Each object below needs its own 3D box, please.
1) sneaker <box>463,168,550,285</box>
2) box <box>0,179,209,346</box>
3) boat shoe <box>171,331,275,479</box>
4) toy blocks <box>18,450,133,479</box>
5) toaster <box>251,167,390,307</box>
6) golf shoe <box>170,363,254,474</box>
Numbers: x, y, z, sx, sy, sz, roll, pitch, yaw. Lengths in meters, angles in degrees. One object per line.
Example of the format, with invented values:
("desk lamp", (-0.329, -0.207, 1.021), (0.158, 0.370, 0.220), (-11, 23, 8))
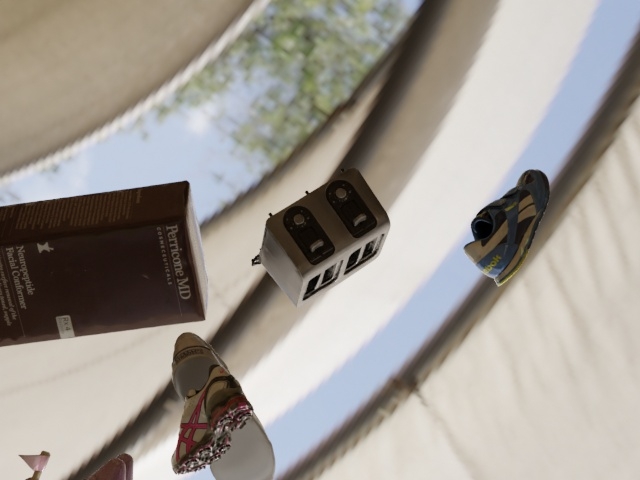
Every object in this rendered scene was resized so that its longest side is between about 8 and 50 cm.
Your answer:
("sneaker", (0.188, -0.024, 1.640), (0.053, 0.059, 0.144), (-54, -172, 53))
("box", (-0.375, 0.041, 2.529), (0.382, 0.191, 0.143), (-9, -152, 1))
("boat shoe", (-0.142, 0.244, 2.298), (0.096, 0.267, 0.088), (-26, -150, 4))
("toy blocks", (-0.227, 0.331, 1.621), (0.309, 0.289, 0.260), (38, -72, 37))
("toaster", (0.000, 0.000, 2.410), (0.168, 0.110, 0.185), (-31, 165, -17))
("golf shoe", (-0.153, 0.242, 2.181), (0.186, 0.067, 0.086), (-54, -125, 37))
